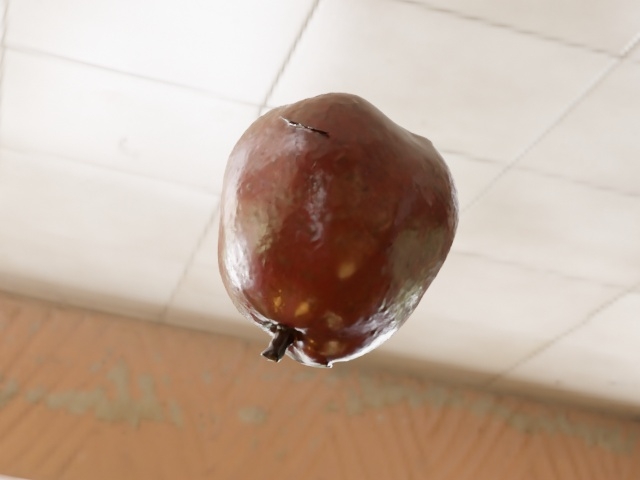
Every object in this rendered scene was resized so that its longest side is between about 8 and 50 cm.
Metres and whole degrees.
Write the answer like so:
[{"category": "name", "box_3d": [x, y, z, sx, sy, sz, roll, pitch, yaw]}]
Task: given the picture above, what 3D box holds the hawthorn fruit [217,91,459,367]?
[{"category": "hawthorn fruit", "box_3d": [0.000, 0.000, 1.037, 0.185, 0.202, 0.185, 20, 161, 8]}]
